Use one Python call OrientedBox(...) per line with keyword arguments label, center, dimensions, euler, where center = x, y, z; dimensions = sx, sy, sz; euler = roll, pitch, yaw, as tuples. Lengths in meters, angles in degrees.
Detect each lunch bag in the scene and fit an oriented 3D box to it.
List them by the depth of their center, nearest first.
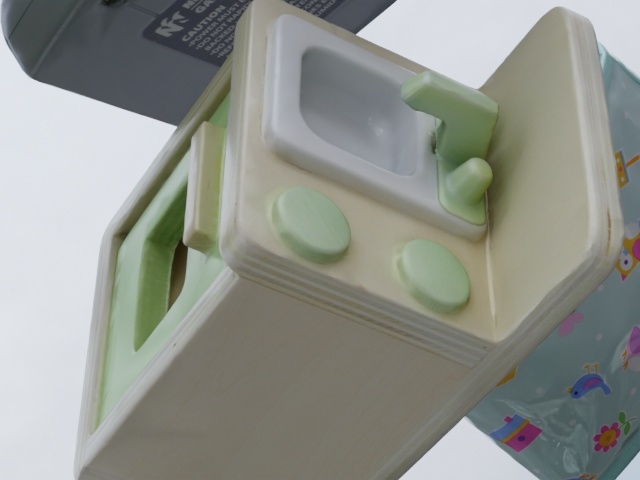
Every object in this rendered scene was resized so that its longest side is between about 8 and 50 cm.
OrientedBox(label="lunch bag", center=(0.173, 0.015, 1.243), dimensions=(0.223, 0.160, 0.262), euler=(39, -89, -28))

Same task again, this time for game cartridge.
OrientedBox(label="game cartridge", center=(-0.004, -0.166, 0.831), dimensions=(0.294, 0.060, 0.196), euler=(-38, -21, 20))

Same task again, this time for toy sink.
OrientedBox(label="toy sink", center=(0.000, 0.000, 0.750), dimensions=(0.131, 0.153, 0.234), euler=(22, -47, -22))
